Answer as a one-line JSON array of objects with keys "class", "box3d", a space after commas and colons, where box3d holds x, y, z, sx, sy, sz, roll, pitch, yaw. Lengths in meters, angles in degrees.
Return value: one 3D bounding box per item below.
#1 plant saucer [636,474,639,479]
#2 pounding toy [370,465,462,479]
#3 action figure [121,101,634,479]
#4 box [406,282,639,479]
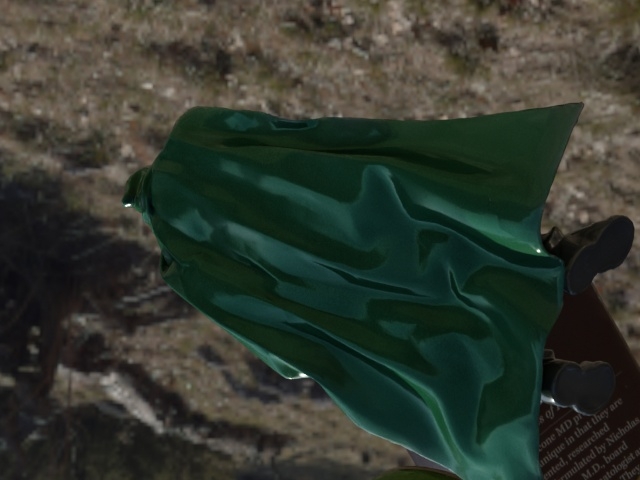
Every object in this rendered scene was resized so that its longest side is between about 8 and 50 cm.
[{"class": "plant saucer", "box3d": [0.283, -0.001, 0.484, 0.333, 0.081, 0.333, -37, 163, -46]}, {"class": "pounding toy", "box3d": [0.100, 0.274, 0.788, 0.237, 0.110, 0.183, 39, 143, 7]}, {"class": "action figure", "box3d": [0.000, 0.000, 0.425, 0.063, 0.137, 0.232, -7, -161, -44]}, {"class": "box", "box3d": [0.189, 0.200, 0.893, 0.143, 0.381, 0.191, -32, -172, -17]}]
